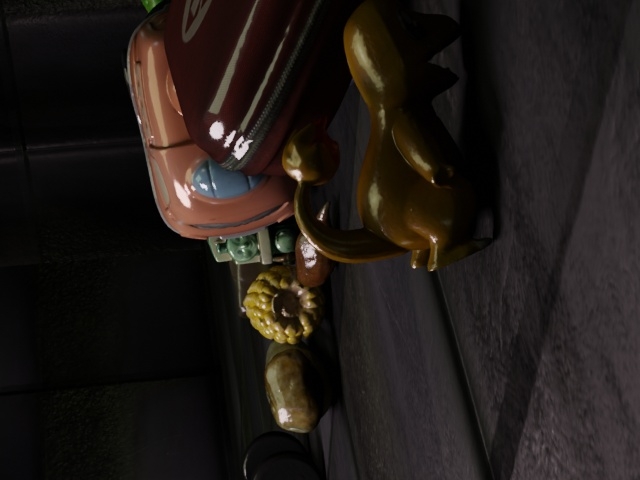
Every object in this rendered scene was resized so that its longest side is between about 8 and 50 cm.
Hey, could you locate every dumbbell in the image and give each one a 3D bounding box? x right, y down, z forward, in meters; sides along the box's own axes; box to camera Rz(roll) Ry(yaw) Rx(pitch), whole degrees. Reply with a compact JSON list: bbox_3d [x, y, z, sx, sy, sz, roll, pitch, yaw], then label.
[{"bbox_3d":[-0.053,0.322,1.872,0.191,0.100,0.100,-167,72,-83],"label":"dumbbell"}]

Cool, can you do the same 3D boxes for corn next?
[{"bbox_3d":[-0.046,0.076,1.690,0.244,0.093,0.093,172,93,-83],"label":"corn"}]

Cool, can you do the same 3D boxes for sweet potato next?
[{"bbox_3d":[0.000,0.000,1.497,0.117,0.049,0.049,102,162,-45],"label":"sweet potato"}]

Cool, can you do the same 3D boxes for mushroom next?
[{"bbox_3d":[-0.030,0.174,1.707,0.312,0.081,0.100,172,95,-87],"label":"mushroom"}]

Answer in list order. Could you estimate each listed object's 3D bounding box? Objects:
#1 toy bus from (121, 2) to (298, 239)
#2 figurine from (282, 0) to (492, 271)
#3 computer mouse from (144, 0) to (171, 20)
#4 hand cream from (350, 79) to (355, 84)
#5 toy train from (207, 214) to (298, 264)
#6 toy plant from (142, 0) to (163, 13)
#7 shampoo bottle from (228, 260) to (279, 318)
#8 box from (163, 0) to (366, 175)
[{"bbox_3d":[-0.115,-0.137,1.582,0.232,0.194,0.288,-132,29,-80],"label":"toy bus"},{"bbox_3d":[0.036,-0.065,0.875,0.121,0.122,0.176,163,101,-85],"label":"figurine"},{"bbox_3d":[-0.141,-0.231,1.808,0.323,0.182,0.116,92,168,-77],"label":"computer mouse"},{"bbox_3d":[0.026,-0.179,1.198,0.142,0.053,0.084,125,141,-55],"label":"hand cream"},{"bbox_3d":[-0.081,-0.004,1.783,0.194,0.125,0.081,-152,54,-82],"label":"toy train"},{"bbox_3d":[-0.155,-0.437,1.838,0.184,0.224,0.316,34,-145,-43],"label":"toy plant"},{"bbox_3d":[-0.113,-0.052,2.135,0.125,0.084,0.350,102,161,-73],"label":"shampoo bottle"},{"bbox_3d":[-0.048,-0.215,1.196,0.404,0.108,0.263,-114,46,-65],"label":"box"}]
